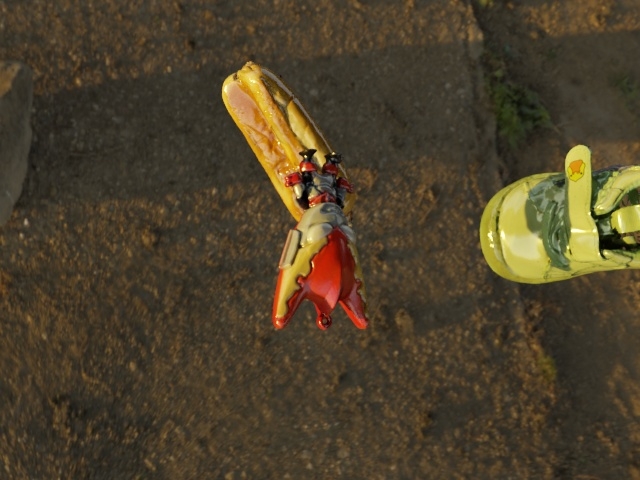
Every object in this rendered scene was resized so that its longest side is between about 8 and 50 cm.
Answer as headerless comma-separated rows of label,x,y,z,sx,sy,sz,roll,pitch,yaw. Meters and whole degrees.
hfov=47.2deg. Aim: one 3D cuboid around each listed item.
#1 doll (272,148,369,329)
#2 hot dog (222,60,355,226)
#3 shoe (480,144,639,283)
doll,0.000,0.000,0.694,0.109,0.057,0.168,5,74,-37
hot dog,-0.032,-0.116,0.939,0.249,0.102,0.076,57,39,-17
shoe,0.316,-0.031,0.842,0.263,0.128,0.139,-6,79,13
